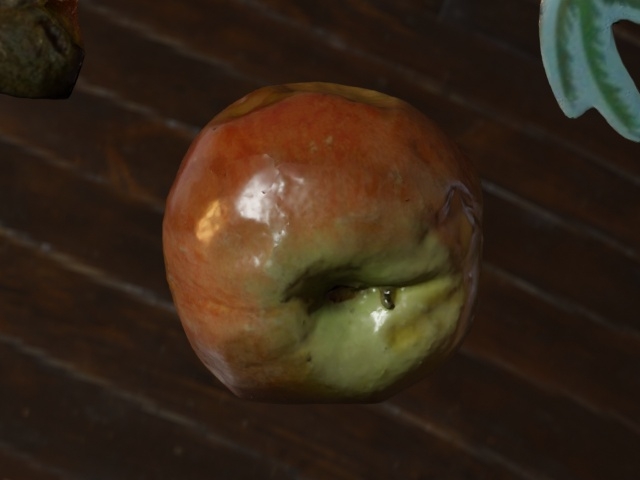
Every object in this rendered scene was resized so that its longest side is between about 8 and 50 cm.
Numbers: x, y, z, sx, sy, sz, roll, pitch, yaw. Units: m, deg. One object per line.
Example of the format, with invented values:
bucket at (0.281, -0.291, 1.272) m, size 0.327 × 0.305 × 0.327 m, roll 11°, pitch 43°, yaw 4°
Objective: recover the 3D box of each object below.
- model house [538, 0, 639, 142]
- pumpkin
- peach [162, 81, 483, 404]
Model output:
model house at (0.171, -0.198, 0.844) m, size 0.323 × 0.340 × 0.300 m, roll 16°, pitch 10°, yaw 7°
pumpkin at (-0.210, -0.207, 1.171) m, size 0.149 × 0.130 × 0.254 m, roll 10°, pitch 33°, yaw -22°
peach at (0.000, 0.000, 1.262) m, size 0.214 × 0.214 × 0.235 m, roll 12°, pitch 16°, yaw -9°
